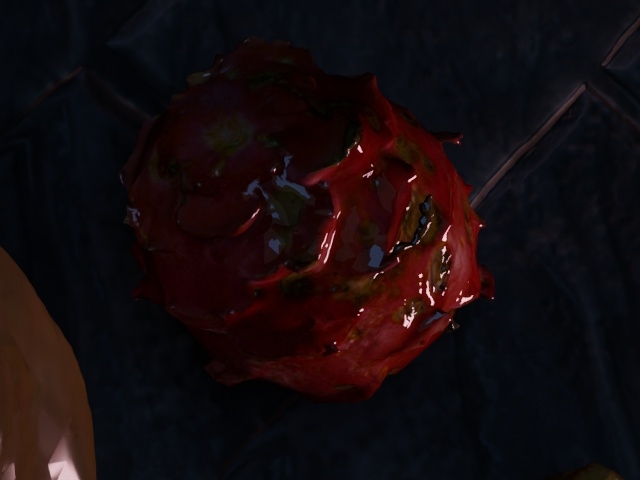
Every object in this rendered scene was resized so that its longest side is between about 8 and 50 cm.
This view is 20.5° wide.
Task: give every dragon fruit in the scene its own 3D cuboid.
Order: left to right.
[{"bbox_3d":[0.000,0.000,1.080,0.268,0.205,0.210,25,101,-43],"label":"dragon fruit"}]

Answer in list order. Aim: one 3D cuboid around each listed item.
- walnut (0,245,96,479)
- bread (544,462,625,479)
[{"bbox_3d":[-0.296,0.130,0.889,0.384,0.383,0.383,3,77,-12],"label":"walnut"},{"bbox_3d":[0.195,0.239,1.110,0.083,0.114,0.211,-32,84,-15],"label":"bread"}]
